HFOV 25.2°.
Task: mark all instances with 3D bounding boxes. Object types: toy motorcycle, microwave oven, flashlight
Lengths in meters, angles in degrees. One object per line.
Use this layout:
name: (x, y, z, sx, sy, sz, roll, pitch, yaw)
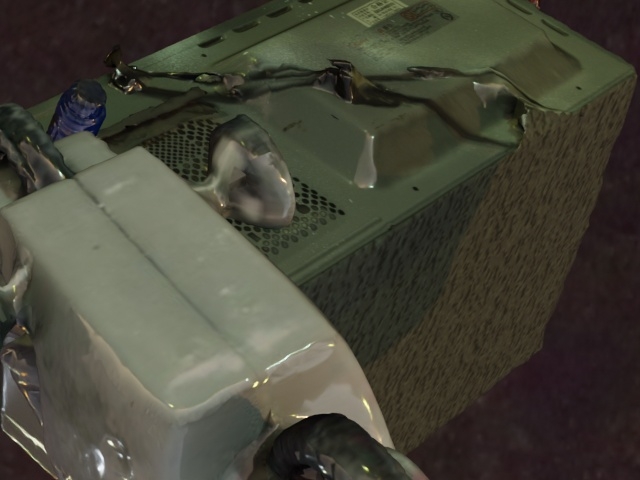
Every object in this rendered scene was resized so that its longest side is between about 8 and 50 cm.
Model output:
toy motorcycle: (-0.040, 0.066, 0.446, 0.260, 0.110, 0.171, 39, 145, 41)
microwave oven: (0.000, 0.000, 1.088, 0.236, 0.432, 0.374, 35, 136, 26)
flashlight: (-0.148, -0.053, 0.835, 0.057, 0.035, 0.121, 52, 141, 13)

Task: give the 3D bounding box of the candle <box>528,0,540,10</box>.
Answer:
candle: (0.239, -0.385, 1.603, 0.084, 0.302, 0.059, -7, 161, 26)
